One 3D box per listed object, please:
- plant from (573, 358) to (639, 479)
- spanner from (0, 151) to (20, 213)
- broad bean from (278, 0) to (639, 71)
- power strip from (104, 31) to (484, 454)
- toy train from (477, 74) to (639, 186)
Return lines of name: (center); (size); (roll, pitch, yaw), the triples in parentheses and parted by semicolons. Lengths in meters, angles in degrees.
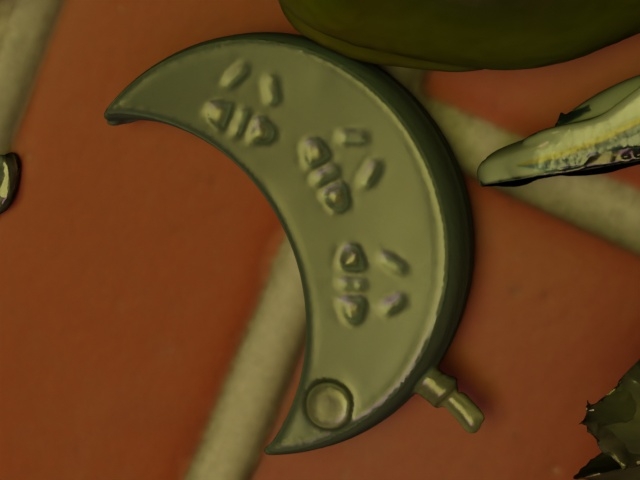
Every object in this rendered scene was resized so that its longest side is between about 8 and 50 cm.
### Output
plant: (0.225, 0.108, 0.839); (0.203, 0.131, 0.142); (24, 106, 19)
spanner: (-0.235, 0.060, 1.073); (0.054, 0.015, 0.254); (25, 103, 15)
broad bean: (0.086, -0.195, 0.860); (0.291, 0.119, 0.238); (-26, 102, 24)
power strip: (0.000, 0.000, 0.957); (0.168, 0.054, 0.253); (-31, 83, 22)
toy train: (0.186, -0.065, 0.881); (0.234, 0.052, 0.051); (-8, 89, 22)
